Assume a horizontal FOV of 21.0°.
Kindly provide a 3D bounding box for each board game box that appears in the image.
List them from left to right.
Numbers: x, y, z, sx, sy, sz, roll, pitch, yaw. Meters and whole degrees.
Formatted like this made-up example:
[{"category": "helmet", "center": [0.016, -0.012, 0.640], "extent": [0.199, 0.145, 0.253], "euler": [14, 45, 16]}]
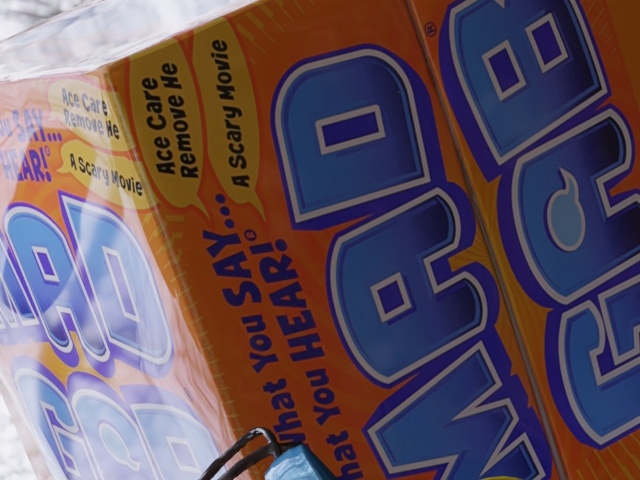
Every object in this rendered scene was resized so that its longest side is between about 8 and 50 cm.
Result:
[{"category": "board game box", "center": [0.000, 0.000, 1.086], "extent": [0.356, 0.356, 0.356], "euler": [-28, -74, -27]}]

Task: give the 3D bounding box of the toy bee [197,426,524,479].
[{"category": "toy bee", "center": [0.016, 0.157, 0.664], "extent": [0.195, 0.162, 0.298], "euler": [-40, 1, 21]}]
